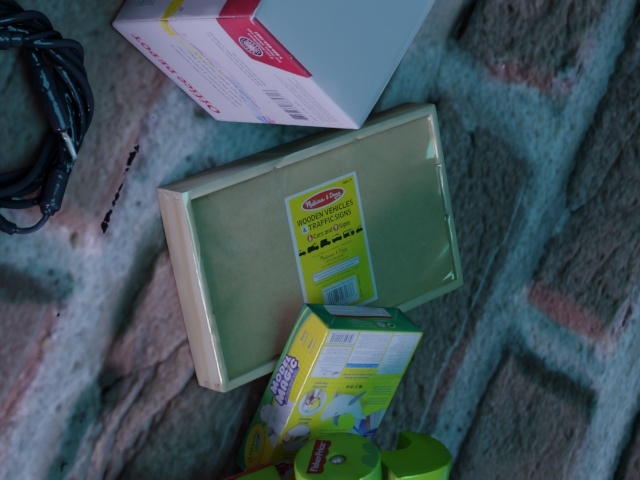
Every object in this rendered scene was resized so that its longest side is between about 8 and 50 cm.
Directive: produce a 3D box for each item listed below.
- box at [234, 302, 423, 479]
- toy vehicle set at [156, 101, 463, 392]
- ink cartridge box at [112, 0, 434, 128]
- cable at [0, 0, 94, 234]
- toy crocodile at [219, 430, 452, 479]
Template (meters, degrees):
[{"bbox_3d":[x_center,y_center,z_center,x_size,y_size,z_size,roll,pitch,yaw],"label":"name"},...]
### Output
[{"bbox_3d":[0.003,0.136,1.294,0.105,0.043,0.179,5,116,-40],"label":"box"},{"bbox_3d":[0.000,0.000,1.306,0.266,0.035,0.166,-21,109,-35],"label":"toy vehicle set"},{"bbox_3d":[-0.036,-0.169,1.163,0.128,0.176,0.127,42,68,-35],"label":"ink cartridge box"},{"bbox_3d":[-0.231,-0.097,1.095,0.184,0.047,0.151,37,74,-39],"label":"cable"},{"bbox_3d":[-0.053,0.221,1.229,0.340,0.105,0.115,-16,122,-13],"label":"toy crocodile"}]
